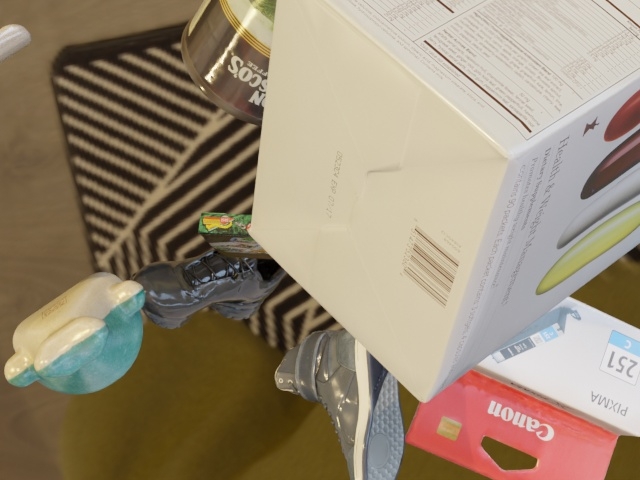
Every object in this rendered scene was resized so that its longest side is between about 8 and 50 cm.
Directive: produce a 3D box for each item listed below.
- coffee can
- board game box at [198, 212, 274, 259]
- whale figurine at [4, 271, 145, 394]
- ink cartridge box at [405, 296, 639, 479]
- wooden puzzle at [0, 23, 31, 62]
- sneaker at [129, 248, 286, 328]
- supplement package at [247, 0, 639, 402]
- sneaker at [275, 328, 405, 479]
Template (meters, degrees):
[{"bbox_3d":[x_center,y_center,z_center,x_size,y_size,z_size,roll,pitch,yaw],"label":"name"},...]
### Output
[{"bbox_3d":[-0.030,-0.303,1.677,0.201,0.201,0.275,48,135,8],"label":"coffee can"},{"bbox_3d":[0.000,0.000,1.554,0.259,0.136,0.030,3,75,8],"label":"board game box"},{"bbox_3d":[-0.313,0.142,1.781,0.216,0.272,0.141,-34,100,-6],"label":"whale figurine"},{"bbox_3d":[0.293,0.202,1.793,0.296,0.066,0.261,24,78,-12],"label":"ink cartridge box"},{"bbox_3d":[-0.404,-0.141,1.309,0.044,0.221,0.238,57,159,-14],"label":"wooden puzzle"},{"bbox_3d":[-0.164,0.053,2.002,0.130,0.286,0.109,-41,70,32],"label":"sneaker"},{"bbox_3d":[0.092,-0.065,0.686,0.149,0.203,0.194,44,148,24],"label":"supplement package"},{"bbox_3d":[0.022,0.223,1.724,0.163,0.086,0.226,-8,77,39],"label":"sneaker"}]
